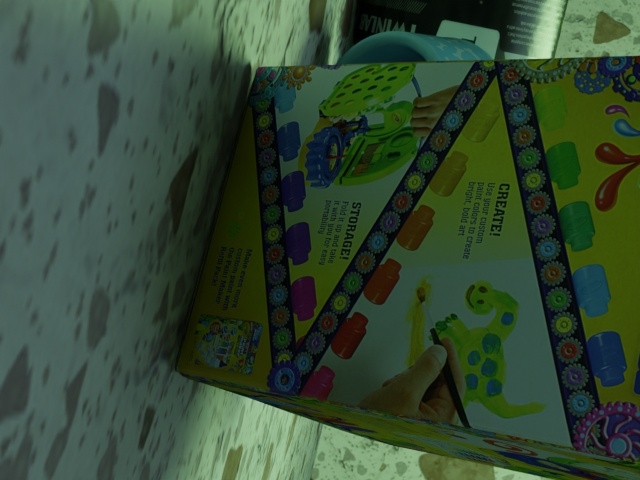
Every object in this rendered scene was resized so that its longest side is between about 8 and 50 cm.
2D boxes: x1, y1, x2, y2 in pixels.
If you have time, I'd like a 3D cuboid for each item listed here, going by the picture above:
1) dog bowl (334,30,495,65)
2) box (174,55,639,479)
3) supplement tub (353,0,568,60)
[{"bbox_3d":[0.052,-0.033,0.813,0.074,0.166,0.297,14,89,-47],"label":"dog bowl"},{"bbox_3d":[0.131,0.041,0.558,0.290,0.279,0.176,32,69,-54],"label":"box"},{"bbox_3d":[0.151,-0.270,1.006,0.207,0.207,0.337,-56,157,-76],"label":"supplement tub"}]
